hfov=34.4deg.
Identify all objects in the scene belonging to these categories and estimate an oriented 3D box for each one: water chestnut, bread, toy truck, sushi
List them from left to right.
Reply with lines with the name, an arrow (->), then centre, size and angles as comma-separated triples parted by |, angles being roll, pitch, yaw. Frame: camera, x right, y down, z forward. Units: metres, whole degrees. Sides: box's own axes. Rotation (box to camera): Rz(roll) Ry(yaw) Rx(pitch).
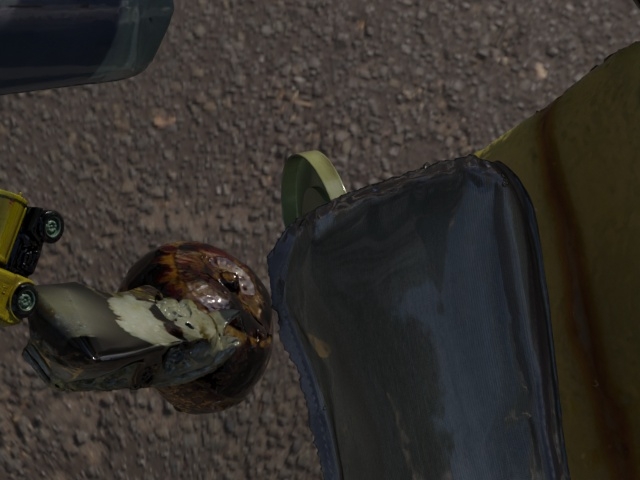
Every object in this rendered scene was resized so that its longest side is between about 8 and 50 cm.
toy truck -> -0.204, 0.012, 0.645 | 0.049, 0.054, 0.083 | 6, 72, 30
sushi -> -0.220, 0.126, 1.241 | 0.273, 0.109, 0.134 | -1, 38, -48
water chestnut -> -0.220, 0.152, 1.663 | 0.300, 0.300, 0.300 | 3, 67, -6
bread -> 0.154, 0.047, 0.548 | 0.163, 0.167, 0.264 | 36, 51, -12

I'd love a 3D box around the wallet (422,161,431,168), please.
wallet -> 0.165, 0.083, 1.466 | 0.041, 0.247, 0.323 | -5, 52, 31

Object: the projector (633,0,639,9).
projector -> 0.247, -0.290, 0.411 | 0.405, 0.242, 0.395 | 42, 70, -29

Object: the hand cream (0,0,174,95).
hand cream -> -0.144, -0.062, 0.261 | 0.255, 0.048, 0.079 | -14, 94, -49

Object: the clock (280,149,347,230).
clock -> 0.000, 0.000, 1.345 | 0.029, 0.235, 0.235 | -13, 69, -17

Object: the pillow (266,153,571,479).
pillow -> 0.046, 0.089, 0.408 | 0.038, 0.130, 0.233 | -5, 82, -53
